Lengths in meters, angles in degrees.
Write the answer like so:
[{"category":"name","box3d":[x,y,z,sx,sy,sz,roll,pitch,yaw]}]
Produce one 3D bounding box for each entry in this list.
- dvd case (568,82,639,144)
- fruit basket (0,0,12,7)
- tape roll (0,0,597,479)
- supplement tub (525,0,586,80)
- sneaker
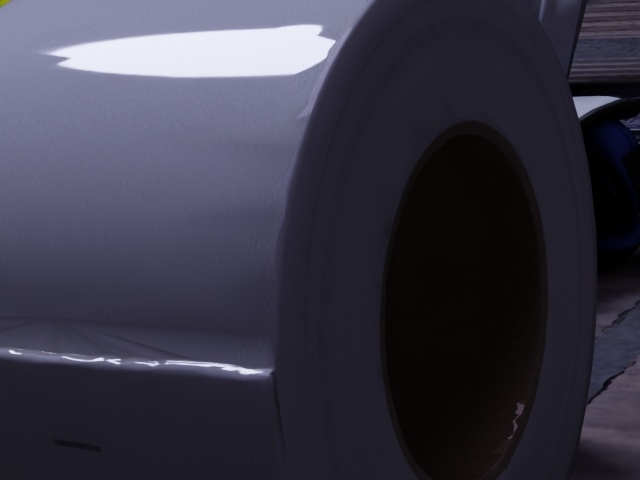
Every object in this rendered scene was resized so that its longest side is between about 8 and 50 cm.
[{"category":"dvd case","box3d":[0.258,-0.102,1.344,0.221,0.018,0.164,2,19,30]},{"category":"fruit basket","box3d":[-0.199,-0.303,1.968,0.392,0.283,0.392,-46,19,20]},{"category":"tape roll","box3d":[-0.019,0.022,0.618,0.169,0.246,0.246,2,18,31]},{"category":"supplement tub","box3d":[0.071,-0.246,1.403,0.316,0.228,0.228,13,19,9]},{"category":"sneaker","box3d":[0.121,-0.045,1.049,0.182,0.127,0.315,1,24,15]}]
